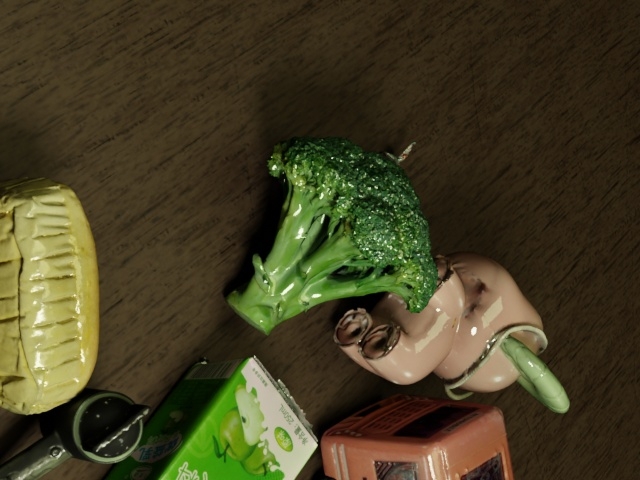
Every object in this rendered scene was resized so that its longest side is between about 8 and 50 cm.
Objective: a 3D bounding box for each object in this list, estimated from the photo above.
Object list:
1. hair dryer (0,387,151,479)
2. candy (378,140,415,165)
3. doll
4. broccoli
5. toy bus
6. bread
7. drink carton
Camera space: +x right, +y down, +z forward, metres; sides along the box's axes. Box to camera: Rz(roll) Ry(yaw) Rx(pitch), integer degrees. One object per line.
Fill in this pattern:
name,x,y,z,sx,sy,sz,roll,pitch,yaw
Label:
hair dryer,-0.296,0.237,1.602,0.248,0.195,0.078,-35,99,-20
candy,0.071,-0.076,2.100,0.043,0.045,0.175,51,53,-19
doll,0.180,0.134,2.066,0.216,0.284,0.268,-51,121,-9
broccoli,0.000,0.000,1.908,0.269,0.254,0.269,-7,108,-22
toy bus,0.150,0.424,2.042,0.203,0.233,0.426,-21,104,-47
bread,-0.296,0.054,1.611,0.106,0.140,0.236,-8,98,-52
drink carton,-0.135,0.274,1.809,0.161,0.108,0.271,55,52,-25
